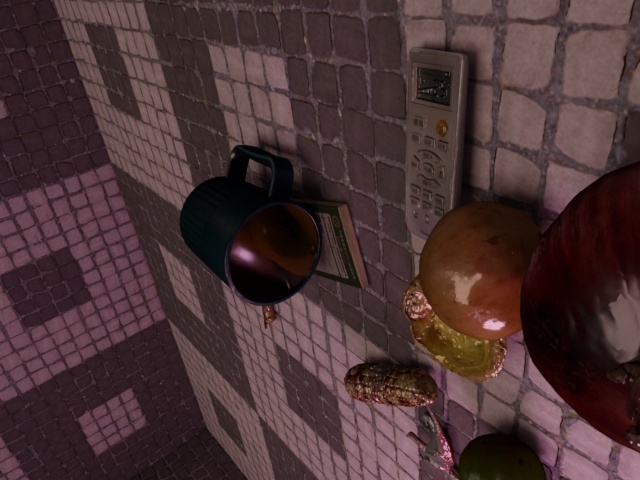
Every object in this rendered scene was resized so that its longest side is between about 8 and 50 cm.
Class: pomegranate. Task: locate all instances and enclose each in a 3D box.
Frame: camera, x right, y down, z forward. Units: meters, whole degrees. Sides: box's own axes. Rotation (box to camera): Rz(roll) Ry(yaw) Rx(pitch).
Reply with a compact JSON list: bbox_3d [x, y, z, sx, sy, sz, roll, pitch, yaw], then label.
[{"bbox_3d":[0.322,0.447,0.929,0.159,0.205,0.159,13,143,10],"label":"pomegranate"},{"bbox_3d":[0.228,0.043,0.727,0.191,0.191,0.191,38,143,36],"label":"pomegranate"}]

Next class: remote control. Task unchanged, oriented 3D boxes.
[{"bbox_3d":[0.184,-0.132,0.800,0.109,0.055,0.313,36,138,49],"label":"remote control"}]

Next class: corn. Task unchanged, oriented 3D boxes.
[{"bbox_3d":[0.156,0.327,1.178,0.290,0.098,0.098,-23,94,60],"label":"corn"}]

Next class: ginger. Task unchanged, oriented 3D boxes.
[{"bbox_3d":[-0.168,0.222,1.664,0.057,0.044,0.137,-71,-24,-69],"label":"ginger"}]

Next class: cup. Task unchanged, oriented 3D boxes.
[{"bbox_3d":[-0.182,-0.040,1.212,0.292,0.242,0.308,28,138,50],"label":"cup"}]

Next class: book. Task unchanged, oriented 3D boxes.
[{"bbox_3d":[0.000,0.000,1.222,0.264,0.027,0.202,11,122,55],"label":"book"}]

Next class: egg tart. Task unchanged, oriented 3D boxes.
[{"bbox_3d":[0.238,0.139,0.899,0.212,0.090,0.213,39,146,33],"label":"egg tart"}]

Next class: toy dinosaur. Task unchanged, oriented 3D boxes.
[{"bbox_3d":[0.269,0.461,1.160,0.167,0.053,0.242,35,141,38],"label":"toy dinosaur"}]

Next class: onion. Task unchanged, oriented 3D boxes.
[{"bbox_3d":[0.349,0.099,0.487,0.347,0.285,0.348,22,133,25],"label":"onion"}]
